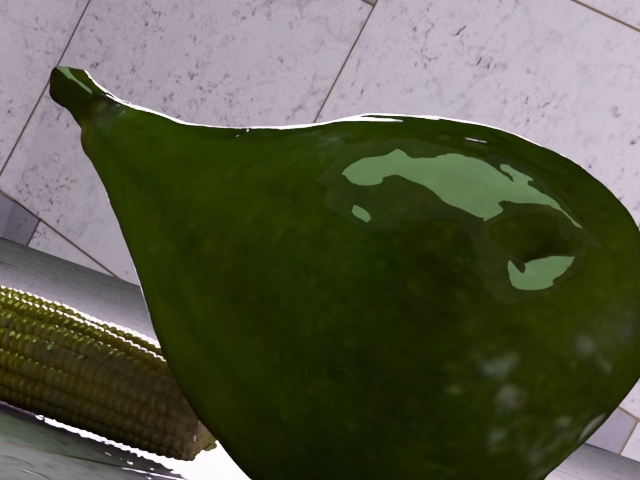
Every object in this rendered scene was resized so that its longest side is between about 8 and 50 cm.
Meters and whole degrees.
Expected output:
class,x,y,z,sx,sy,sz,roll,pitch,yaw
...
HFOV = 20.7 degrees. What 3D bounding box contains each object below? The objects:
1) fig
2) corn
class,x,y,z,sx,sy,sz,roll,pitch,yaw
fig,0.025,0.010,0.899,0.233,0.233,0.314,19,29,-52
corn,-0.131,0.072,0.961,0.165,0.063,0.085,19,-10,14
